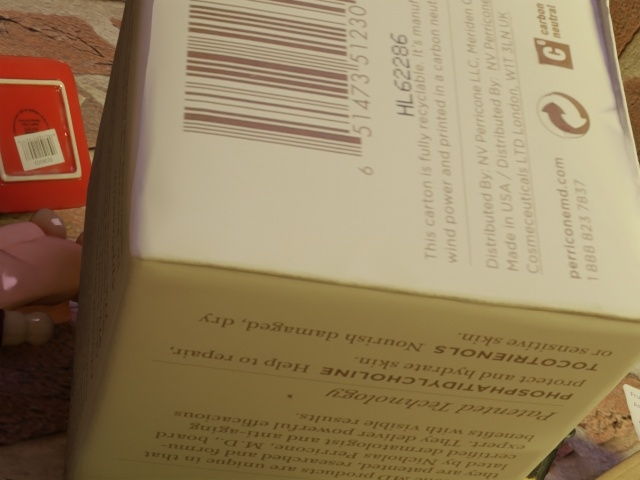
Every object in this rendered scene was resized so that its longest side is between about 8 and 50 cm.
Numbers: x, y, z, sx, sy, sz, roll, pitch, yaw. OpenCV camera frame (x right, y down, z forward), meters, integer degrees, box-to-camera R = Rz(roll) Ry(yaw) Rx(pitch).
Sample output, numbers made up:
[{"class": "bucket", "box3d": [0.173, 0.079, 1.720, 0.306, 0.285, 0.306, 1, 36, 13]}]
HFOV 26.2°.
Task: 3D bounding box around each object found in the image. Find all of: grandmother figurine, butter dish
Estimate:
[{"class": "grandmother figurine", "box3d": [-0.310, 0.046, 1.130, 0.208, 0.104, 0.342, 12, 15, 29]}, {"class": "butter dish", "box3d": [-0.325, -0.098, 1.391, 0.160, 0.118, 0.159, -7, 83, -52]}]

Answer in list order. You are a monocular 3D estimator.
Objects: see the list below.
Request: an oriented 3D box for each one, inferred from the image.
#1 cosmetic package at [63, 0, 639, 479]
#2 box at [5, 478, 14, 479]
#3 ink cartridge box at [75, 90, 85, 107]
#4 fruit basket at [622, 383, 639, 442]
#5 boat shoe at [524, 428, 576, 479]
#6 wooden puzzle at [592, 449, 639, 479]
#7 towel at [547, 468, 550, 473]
[{"class": "cosmetic package", "box3d": [0.000, 0.000, 1.007, 0.328, 0.393, 0.329, 7, 56, -13]}, {"class": "box", "box3d": [-0.193, 0.263, 0.854, 0.183, 0.059, 0.233, 37, 24, 8]}, {"class": "ink cartridge box", "box3d": [-0.294, -0.123, 1.468, 0.063, 0.115, 0.029, 33, 21, 2]}, {"class": "fruit basket", "box3d": [0.491, 0.316, 1.446, 0.327, 0.165, 0.353, 23, 38, -20]}, {"class": "boat shoe", "box3d": [0.193, 0.123, 1.454, 0.187, 0.156, 0.500, 30, 21, -1]}, {"class": "wooden puzzle", "box3d": [0.368, 0.329, 1.251, 0.348, 0.080, 0.322, -27, 49, -14]}, {"class": "towel", "box3d": [0.120, 0.159, 1.526, 0.275, 0.031, 0.199, 22, 24, -19]}]
